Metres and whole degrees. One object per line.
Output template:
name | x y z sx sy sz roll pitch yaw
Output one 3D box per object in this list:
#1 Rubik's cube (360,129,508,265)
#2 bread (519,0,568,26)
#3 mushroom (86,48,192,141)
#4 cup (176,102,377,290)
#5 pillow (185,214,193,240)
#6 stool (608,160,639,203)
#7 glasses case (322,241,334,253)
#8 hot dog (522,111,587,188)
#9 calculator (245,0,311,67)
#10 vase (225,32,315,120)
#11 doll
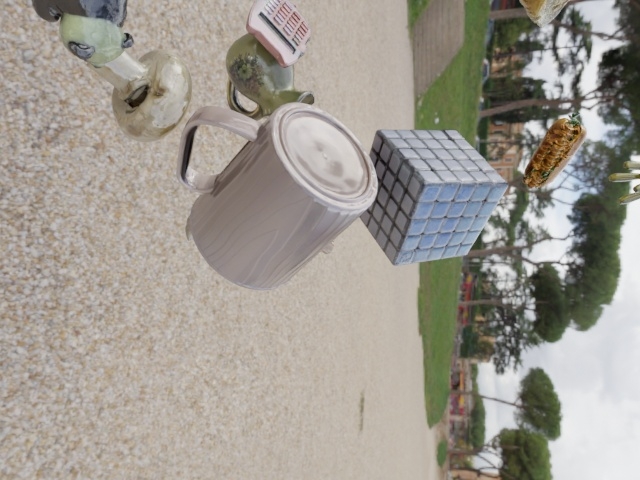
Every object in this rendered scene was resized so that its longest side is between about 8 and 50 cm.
Rubik's cube | 0.244 -0.108 1.091 0.238 0.236 0.238 -118 -149 -42
bread | 0.418 -0.474 0.837 0.125 0.082 0.106 -47 -149 42
mushroom | -0.540 -0.450 1.349 0.290 0.292 0.293 28 62 -53
cup | -0.085 -0.088 0.762 0.288 0.273 0.208 51 42 0
pillow | -0.393 -0.112 1.722 0.067 0.270 0.173 59 -4 -33
stool | 0.958 -0.178 1.380 0.135 0.110 0.134 -99 -178 -65
glasses case | 0.000 0.000 1.859 0.170 0.041 0.065 36 67 -56
hot dog | 0.494 -0.182 0.975 0.055 0.072 0.188 -42 157 -36
calculator | -0.129 -0.696 1.497 0.220 0.048 0.330 41 45 -23
vase | -0.217 -0.560 1.667 0.303 0.329 0.241 59 36 -7
doll | -0.406 -0.431 0.809 0.143 0.135 0.235 -9 116 -60
